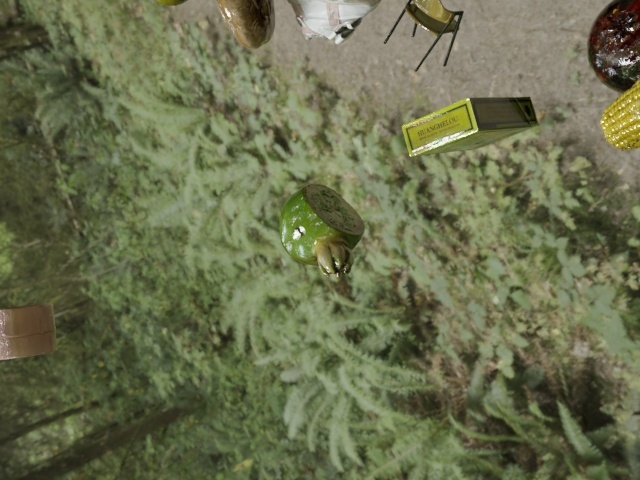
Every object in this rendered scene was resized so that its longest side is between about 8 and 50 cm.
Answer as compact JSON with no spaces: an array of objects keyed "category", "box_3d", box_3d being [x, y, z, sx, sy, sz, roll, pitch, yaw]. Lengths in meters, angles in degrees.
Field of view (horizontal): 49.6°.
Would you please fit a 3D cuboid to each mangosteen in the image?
[{"category":"mangosteen","box_3d":[0.705,-0.417,1.468,0.235,0.261,0.236,-12,75,52]}]

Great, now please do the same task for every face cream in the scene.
[{"category":"face cream","box_3d":[-0.640,0.193,1.467,0.149,0.149,0.104,166,98,-67]}]

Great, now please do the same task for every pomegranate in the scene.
[{"category":"pomegranate","box_3d":[0.006,-0.004,1.594,0.241,0.190,0.159,47,117,20]}]

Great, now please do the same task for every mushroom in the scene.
[{"category":"mushroom","box_3d":[-0.208,-0.659,1.938,0.278,0.146,0.278,-16,-90,-73]}]

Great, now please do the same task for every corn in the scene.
[{"category":"corn","box_3d":[0.498,-0.208,0.969,0.106,0.106,0.293,64,158,7]}]

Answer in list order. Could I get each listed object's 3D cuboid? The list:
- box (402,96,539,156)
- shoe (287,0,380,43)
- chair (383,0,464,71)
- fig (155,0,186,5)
[{"category":"box","box_3d":[0.265,-0.200,1.207,0.141,0.220,0.064,-19,88,43]},{"category":"shoe","box_3d":[0.052,-0.654,1.922,0.351,0.172,0.198,30,155,46]},{"category":"chair","box_3d":[0.313,-0.640,2.007,0.159,0.172,0.247,50,138,23]},{"category":"fig","box_3d":[-0.360,-0.607,1.602,0.184,0.133,0.126,15,168,47]}]
